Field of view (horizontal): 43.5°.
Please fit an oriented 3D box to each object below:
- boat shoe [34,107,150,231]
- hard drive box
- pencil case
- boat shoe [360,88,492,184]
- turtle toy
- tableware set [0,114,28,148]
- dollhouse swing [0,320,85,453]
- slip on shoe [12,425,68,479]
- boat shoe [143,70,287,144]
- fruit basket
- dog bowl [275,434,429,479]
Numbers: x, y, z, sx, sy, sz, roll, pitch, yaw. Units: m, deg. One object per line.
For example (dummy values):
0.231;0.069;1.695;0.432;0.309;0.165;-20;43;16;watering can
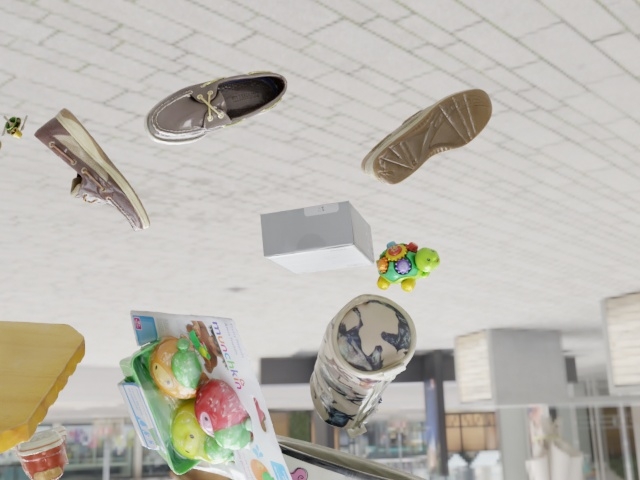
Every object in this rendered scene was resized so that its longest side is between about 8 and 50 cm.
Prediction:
-0.540;-0.143;1.900;0.123;0.342;0.123;-39;-154;-11;boat shoe
0.000;0.000;1.623;0.181;0.089;0.232;-8;168;11;hard drive box
0.078;0.256;1.611;0.159;0.184;0.410;-28;160;-19;pencil case
0.241;-0.249;1.847;0.341;0.122;0.110;-31;-159;-15;boat shoe
0.155;0.039;1.440;0.130;0.095;0.066;2;135;32;turtle toy
-0.767;-0.247;1.913;0.154;0.104;0.024;-11;148;28;tableware set
-0.512;0.268;1.051;0.304;0.315;0.347;16;-161;-4;dollhouse swing
-0.619;0.478;1.792;0.123;0.101;0.331;-14;177;-21;slip on shoe
-0.219;-0.292;1.719;0.324;0.117;0.096;-21;-176;-28;boat shoe
-0.200;0.277;1.359;0.165;0.327;0.353;-26;-165;-32;fruit basket
0.049;0.525;1.646;0.407;0.151;0.408;15;169;3;dog bowl
